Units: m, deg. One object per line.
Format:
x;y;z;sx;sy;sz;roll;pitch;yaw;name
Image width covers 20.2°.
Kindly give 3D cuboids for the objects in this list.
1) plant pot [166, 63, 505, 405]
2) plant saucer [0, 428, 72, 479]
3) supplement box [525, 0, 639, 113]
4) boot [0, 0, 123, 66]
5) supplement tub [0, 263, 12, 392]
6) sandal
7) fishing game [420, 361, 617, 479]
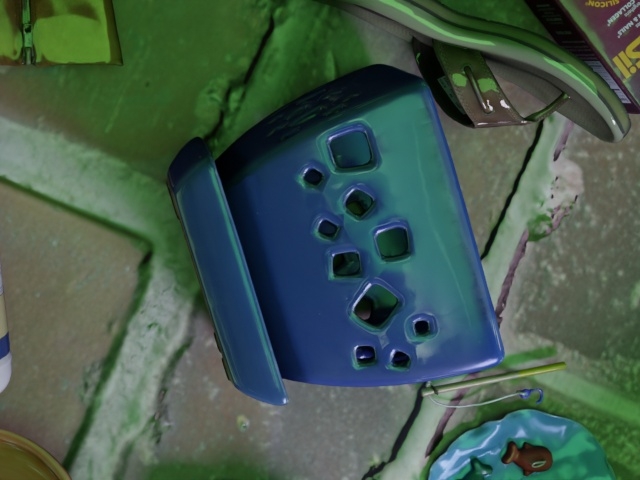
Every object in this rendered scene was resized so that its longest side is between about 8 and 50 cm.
0.000;0.000;1.449;0.212;0.236;0.236;-17;99;-4;plant pot
-0.279;0.254;1.474;0.199;0.037;0.200;-2;81;13;plant saucer
0.248;-0.212;1.552;0.104;0.081;0.188;-41;102;-6;supplement box
-0.183;-0.280;1.448;0.264;0.096;0.281;-6;98;-12;boot
-0.362;-0.027;1.367;0.228;0.228;0.316;-6;97;-11;supplement tub
0.117;-0.145;1.517;0.302;0.120;0.086;22;86;-4;sandal
0.184;0.244;1.607;0.189;0.041;0.264;-5;97;-9;fishing game
